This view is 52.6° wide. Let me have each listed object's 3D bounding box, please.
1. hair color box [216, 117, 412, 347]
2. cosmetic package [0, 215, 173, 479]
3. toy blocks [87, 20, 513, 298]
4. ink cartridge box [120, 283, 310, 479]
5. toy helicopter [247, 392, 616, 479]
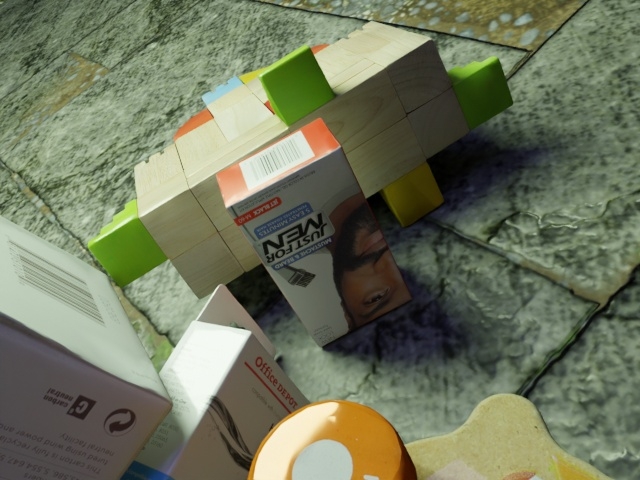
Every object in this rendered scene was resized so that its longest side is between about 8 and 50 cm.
[{"bbox_3d":[0.000,0.000,0.511,0.093,0.167,0.053,-28,39,2],"label":"hair color box"},{"bbox_3d":[-0.290,0.179,0.421,0.385,0.156,0.217,-53,34,-3],"label":"cosmetic package"},{"bbox_3d":[-0.043,-0.107,0.668,0.381,0.191,0.261,-32,29,-2],"label":"toy blocks"},{"bbox_3d":[-0.073,0.133,0.470,0.060,0.104,0.180,5,52,36],"label":"ink cartridge box"},{"bbox_3d":[0.146,0.164,0.290,0.354,0.140,0.235,-21,41,4],"label":"toy helicopter"}]
